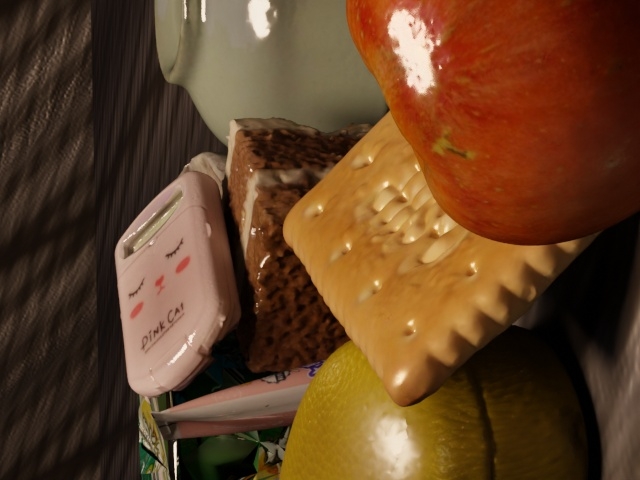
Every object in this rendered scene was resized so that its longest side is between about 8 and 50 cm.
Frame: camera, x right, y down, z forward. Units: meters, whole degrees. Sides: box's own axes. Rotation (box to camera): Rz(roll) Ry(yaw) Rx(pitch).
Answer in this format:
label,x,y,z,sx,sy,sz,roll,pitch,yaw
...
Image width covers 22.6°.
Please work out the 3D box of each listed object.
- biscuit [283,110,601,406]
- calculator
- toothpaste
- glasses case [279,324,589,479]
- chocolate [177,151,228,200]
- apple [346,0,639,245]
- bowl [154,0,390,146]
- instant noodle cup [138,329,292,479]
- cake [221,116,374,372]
label,x,y,z,sx,sy,sz,roll,pitch,yaw
biscuit,0.061,-0.016,0.870,0.030,0.160,0.250,44,-175,-25
calculator,-0.098,0.027,1.085,0.100,0.032,0.175,-43,38,26
toothpaste,-0.010,0.100,1.032,0.067,0.194,0.043,84,173,-69
glasses case,0.046,0.207,0.948,0.173,0.141,0.371,-112,24,-55
chocolate,-0.063,0.065,1.448,0.185,0.100,0.303,-123,29,-44
apple,0.092,-0.081,0.670,0.163,0.139,0.163,61,-173,-13
bowl,-0.048,-0.183,1.236,0.289,0.146,0.289,178,90,-76
instant noodle cup,-0.036,0.152,1.188,0.240,0.178,0.240,177,90,-76
cake,0.000,0.000,1.096,0.147,0.135,0.135,-122,36,-57
